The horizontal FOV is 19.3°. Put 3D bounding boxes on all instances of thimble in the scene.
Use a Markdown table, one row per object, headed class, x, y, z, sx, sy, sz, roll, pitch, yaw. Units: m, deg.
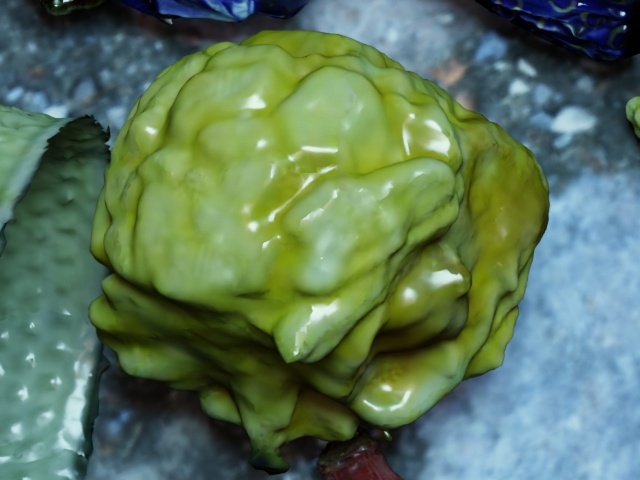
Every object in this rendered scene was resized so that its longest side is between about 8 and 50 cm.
| class | x | y | z | sx | sy | sz | roll | pitch | yaw |
| --- | --- | --- | --- | --- | --- | --- | --- | --- | --- |
| thimble | -0.209 | 0.057 | 0.976 | 0.150 | 0.271 | 0.271 | 10 | 81 | 7 |

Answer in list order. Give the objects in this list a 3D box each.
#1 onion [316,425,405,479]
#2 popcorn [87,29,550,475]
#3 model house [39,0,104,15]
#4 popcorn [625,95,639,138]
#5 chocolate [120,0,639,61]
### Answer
| class | x | y | z | sx | sy | sz | roll | pitch | yaw |
| --- | --- | --- | --- | --- | --- | --- | --- | --- | --- |
| onion | 0.042 | 0.190 | 1.012 | 0.173 | 0.135 | 0.198 | -23 | 79 | -6 |
| popcorn | -0.007 | 0.005 | 0.994 | 0.249 | 0.249 | 0.225 | 22 | 77 | 5 |
| model house | -0.129 | -0.220 | 1.100 | 0.165 | 0.106 | 0.152 | -24 | 79 | 1 |
| popcorn | 0.238 | -0.069 | 1.067 | 0.116 | 0.106 | 0.120 | -16 | 80 | -11 |
| chocolate | 0.025 | -0.184 | 1.064 | 0.343 | 0.148 | 0.126 | 4 | 41 | -5 |
